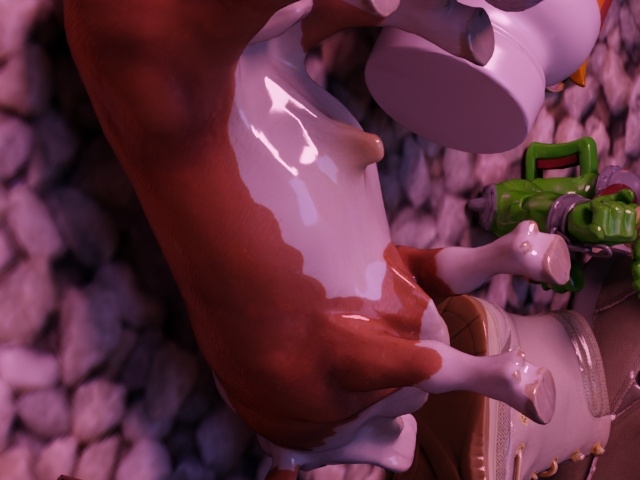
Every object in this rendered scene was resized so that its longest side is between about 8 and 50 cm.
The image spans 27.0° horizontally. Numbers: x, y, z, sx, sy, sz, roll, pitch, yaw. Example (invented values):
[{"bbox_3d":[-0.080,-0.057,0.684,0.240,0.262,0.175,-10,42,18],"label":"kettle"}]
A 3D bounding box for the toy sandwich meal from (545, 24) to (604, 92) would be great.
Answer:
[{"bbox_3d":[0.158,-0.136,0.858,0.085,0.029,0.086,-9,101,-50],"label":"toy sandwich meal"}]

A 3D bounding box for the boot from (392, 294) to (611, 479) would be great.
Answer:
[{"bbox_3d":[0.110,0.142,0.800,0.165,0.077,0.213,9,85,-52],"label":"boot"}]

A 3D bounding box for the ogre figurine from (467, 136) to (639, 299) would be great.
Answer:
[{"bbox_3d":[0.178,-0.013,0.829,0.197,0.118,0.097,-27,119,-44],"label":"ogre figurine"}]

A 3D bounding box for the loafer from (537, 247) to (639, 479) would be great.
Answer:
[{"bbox_3d":[0.205,0.130,0.903,0.094,0.087,0.251,15,83,-50],"label":"loafer"}]

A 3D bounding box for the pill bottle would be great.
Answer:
[{"bbox_3d":[0.106,-0.160,0.719,0.121,0.121,0.216,46,60,-43],"label":"pill bottle"}]

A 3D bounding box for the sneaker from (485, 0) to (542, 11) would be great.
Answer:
[{"bbox_3d":[0.047,-0.255,0.555,0.210,0.137,0.366,33,41,-22],"label":"sneaker"}]

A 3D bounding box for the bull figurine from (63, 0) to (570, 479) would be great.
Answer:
[{"bbox_3d":[0.000,0.000,0.574,0.310,0.188,0.101,63,39,-26],"label":"bull figurine"}]

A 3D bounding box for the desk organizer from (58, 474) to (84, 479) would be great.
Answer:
[{"bbox_3d":[-0.108,0.170,0.562,0.050,0.047,0.130,44,62,-41],"label":"desk organizer"}]
